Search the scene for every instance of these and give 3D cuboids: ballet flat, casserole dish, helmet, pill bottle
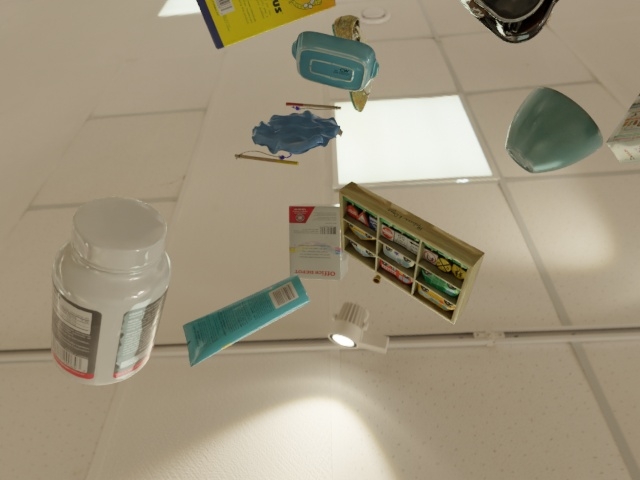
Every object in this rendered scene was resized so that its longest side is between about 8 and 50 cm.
[{"bbox_3d":[0.142,-0.654,1.513,0.123,0.349,0.123,-15,-150,9],"label":"ballet flat"},{"bbox_3d":[0.027,-0.364,0.841,0.188,0.114,0.037,14,-113,2],"label":"casserole dish"},{"bbox_3d":[0.286,-0.373,0.548,0.169,0.161,0.169,31,-152,-18],"label":"helmet"},{"bbox_3d":[-0.359,0.090,0.697,0.176,0.319,0.176,18,-145,-13],"label":"pill bottle"}]

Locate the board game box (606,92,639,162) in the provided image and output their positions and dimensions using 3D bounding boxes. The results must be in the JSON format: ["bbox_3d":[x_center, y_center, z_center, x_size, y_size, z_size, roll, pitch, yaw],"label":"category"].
[{"bbox_3d":[0.994,-0.364,1.115,0.303,0.097,0.224,-51,-161,-6],"label":"board game box"}]

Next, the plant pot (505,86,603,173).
[{"bbox_3d":[0.758,-0.345,1.382,0.195,0.290,0.290,-44,-130,14],"label":"plant pot"}]

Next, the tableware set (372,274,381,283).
[{"bbox_3d":[0.143,0.055,1.073,0.104,0.154,0.024,2,-139,31],"label":"tableware set"}]

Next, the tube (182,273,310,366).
[{"bbox_3d":[-0.119,0.121,0.649,0.207,0.052,0.080,-25,-138,-8],"label":"tube"}]

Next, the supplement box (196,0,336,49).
[{"bbox_3d":[-0.150,-0.702,1.128,0.356,0.195,0.194,-15,-148,11],"label":"supplement box"}]

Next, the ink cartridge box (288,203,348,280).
[{"bbox_3d":[0.000,0.000,0.994,0.128,0.176,0.127,2,-172,13],"label":"ink cartridge box"}]

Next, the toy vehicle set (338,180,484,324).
[{"bbox_3d":[0.144,0.019,0.716,0.267,0.166,0.035,34,-121,31],"label":"toy vehicle set"}]

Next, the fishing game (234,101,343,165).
[{"bbox_3d":[-0.049,-0.223,0.850,0.189,0.041,0.264,8,-137,15],"label":"fishing game"}]

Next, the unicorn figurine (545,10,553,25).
[{"bbox_3d":[0.641,-0.690,1.191,0.162,0.111,0.060,-28,-136,-8],"label":"unicorn figurine"}]
